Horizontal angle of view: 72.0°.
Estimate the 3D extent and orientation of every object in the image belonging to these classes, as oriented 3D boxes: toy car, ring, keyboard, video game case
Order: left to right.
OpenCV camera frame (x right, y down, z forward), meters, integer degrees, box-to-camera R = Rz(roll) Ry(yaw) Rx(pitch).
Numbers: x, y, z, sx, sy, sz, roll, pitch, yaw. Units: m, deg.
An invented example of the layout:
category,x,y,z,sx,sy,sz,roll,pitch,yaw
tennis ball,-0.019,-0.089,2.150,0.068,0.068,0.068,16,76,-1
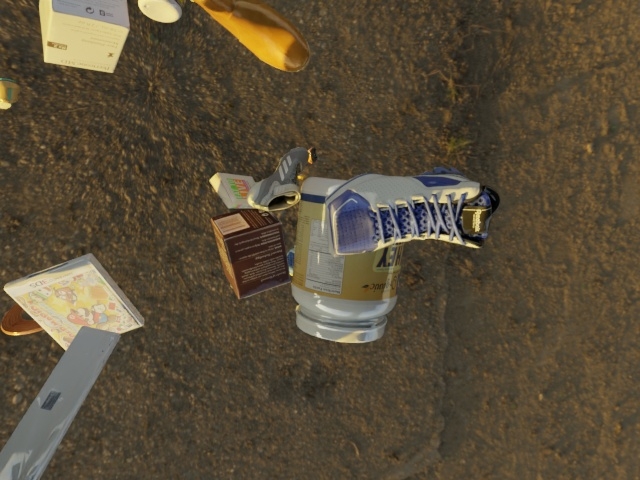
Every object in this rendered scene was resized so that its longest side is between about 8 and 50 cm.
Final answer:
category,x,y,z,sx,sy,sz,roll,pitch,yaw
keyboard,-0.398,0.245,0.668,0.072,0.255,0.014,7,138,10
ring,-0.854,0.199,1.440,0.337,0.336,0.032,-21,118,-13
video game case,-0.563,0.151,1.026,0.207,0.026,0.226,-19,125,3
toy car,-0.057,-0.282,1.587,0.122,0.041,0.060,-57,146,-22

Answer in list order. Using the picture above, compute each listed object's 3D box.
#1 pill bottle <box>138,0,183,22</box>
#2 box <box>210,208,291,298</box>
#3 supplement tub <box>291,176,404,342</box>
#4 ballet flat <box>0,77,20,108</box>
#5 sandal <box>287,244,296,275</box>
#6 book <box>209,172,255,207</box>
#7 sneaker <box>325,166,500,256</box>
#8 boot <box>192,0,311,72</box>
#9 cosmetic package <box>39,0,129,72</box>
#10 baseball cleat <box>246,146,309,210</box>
category,x,y,z,sx,sy,sz,roll,pitch,yaw
pill bottle,-0.445,-0.746,1.247,0.118,0.117,0.214,5,84,-23
box,-0.203,0.027,1.293,0.167,0.168,0.203,-19,121,-19
supplement tub,0.058,0.032,0.931,0.229,0.228,0.315,3,99,-22
ballet flat,-0.942,-0.424,1.296,0.080,0.232,0.073,-3,99,-40
sandal,0.000,0.000,1.521,0.317,0.126,0.138,-40,155,-19
book,-0.212,-0.127,1.164,0.035,0.144,0.096,-38,76,26
sneaker,0.175,-0.052,0.734,0.316,0.182,0.127,-15,110,-21
boot,-0.169,-0.458,0.899,0.295,0.211,0.104,41,111,7
cosmetic package,-0.533,-0.502,0.989,0.152,0.184,0.151,-3,77,-36
baseball cleat,-0.068,-0.130,0.981,0.206,0.110,0.072,-49,146,-27
